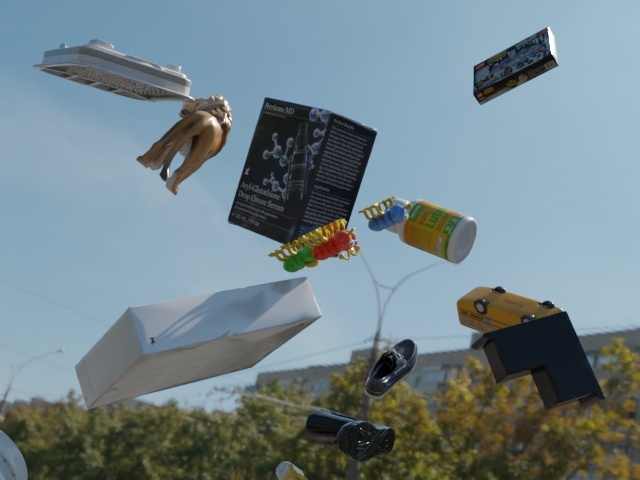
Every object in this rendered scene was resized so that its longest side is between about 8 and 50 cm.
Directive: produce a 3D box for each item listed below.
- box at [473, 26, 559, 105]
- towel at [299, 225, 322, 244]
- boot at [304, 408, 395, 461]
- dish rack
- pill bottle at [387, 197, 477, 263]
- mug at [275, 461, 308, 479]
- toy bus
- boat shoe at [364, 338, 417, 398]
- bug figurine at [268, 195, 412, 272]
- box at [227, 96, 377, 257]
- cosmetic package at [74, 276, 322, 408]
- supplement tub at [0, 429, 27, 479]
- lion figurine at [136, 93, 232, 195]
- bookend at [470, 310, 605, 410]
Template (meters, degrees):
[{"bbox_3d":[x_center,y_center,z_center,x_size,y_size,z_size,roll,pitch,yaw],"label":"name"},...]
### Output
[{"bbox_3d":[0.311,-0.280,1.253,0.137,0.094,0.027,-25,-59,29],"label":"box"},{"bbox_3d":[0.000,0.000,2.033,0.119,0.067,0.029,33,-44,50],"label":"towel"},{"bbox_3d":[0.044,0.480,1.938,0.207,0.094,0.246,4,-9,32],"label":"boot"},{"bbox_3d":[-0.453,-0.376,1.732,0.286,0.072,0.333,13,1,-37],"label":"dish rack"},{"bbox_3d":[0.305,-0.038,2.214,0.246,0.136,0.136,23,-14,33],"label":"pill bottle"},{"bbox_3d":[-0.074,0.582,1.949,0.078,0.062,0.064,-19,-48,10],"label":"mug"},{"bbox_3d":[0.571,0.231,2.365,0.333,0.108,0.130,17,-53,49],"label":"toy bus"},{"bbox_3d":[0.179,0.300,1.901,0.075,0.206,0.064,26,-44,25],"label":"boat shoe"},{"bbox_3d":[0.040,-0.003,1.469,0.216,0.072,0.279,-24,1,41],"label":"bug figurine"},{"bbox_3d":[-0.056,-0.185,2.277,0.294,0.395,0.212,20,4,43],"label":"box"},{"bbox_3d":[-0.227,0.189,1.461,0.377,0.097,0.284,-8,-20,-40],"label":"cosmetic package"},{"bbox_3d":[-0.608,0.428,1.144,0.236,0.325,0.235,6,-62,12],"label":"supplement tub"},{"bbox_3d":[-0.278,-0.225,1.730,0.142,0.240,0.392,46,-2,-17],"label":"lion figurine"},{"bbox_3d":[0.357,0.216,1.290,0.156,0.157,0.072,-14,-22,-14],"label":"bookend"}]
